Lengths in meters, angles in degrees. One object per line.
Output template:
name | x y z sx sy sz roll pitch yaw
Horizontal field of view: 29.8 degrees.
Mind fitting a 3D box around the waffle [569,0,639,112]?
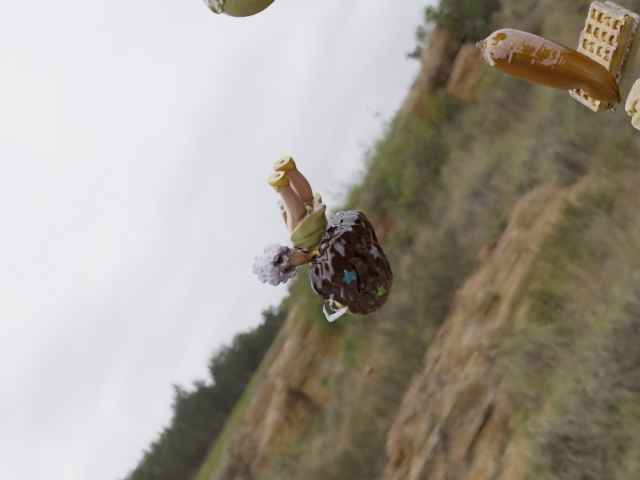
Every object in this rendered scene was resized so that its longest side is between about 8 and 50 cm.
waffle | 0.414 -0.268 1.751 0.102 0.042 0.148 -128 47 -58

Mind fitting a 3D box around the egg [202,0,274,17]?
egg | -0.131 -0.461 2.016 0.164 0.164 0.201 -54 4 -36

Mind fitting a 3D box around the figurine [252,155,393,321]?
figurine | 0.002 0.001 1.569 0.115 0.240 0.175 -27 26 36

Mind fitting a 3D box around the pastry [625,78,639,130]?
pastry | 0.596 -0.273 1.934 0.250 0.102 0.154 -57 25 15

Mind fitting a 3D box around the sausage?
sausage | 0.273 -0.207 1.418 0.062 0.183 0.054 -27 -44 -81
